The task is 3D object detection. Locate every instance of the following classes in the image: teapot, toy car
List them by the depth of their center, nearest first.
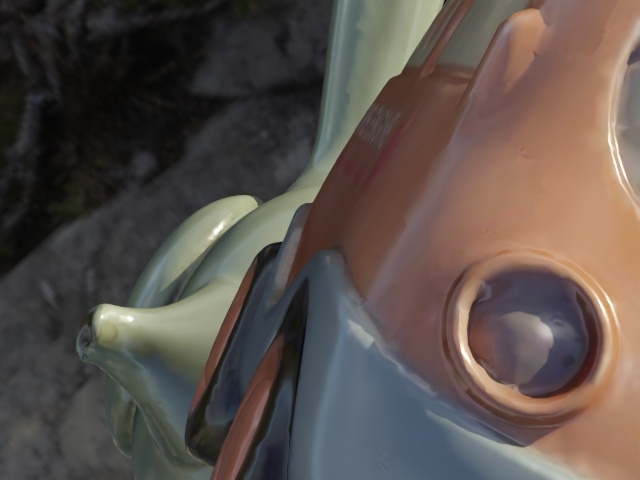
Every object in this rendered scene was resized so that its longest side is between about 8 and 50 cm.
[{"bbox_3d":[0.087,0.002,0.444,0.180,0.270,0.212,23,95,-6],"label":"toy car"},{"bbox_3d":[0.003,0.014,0.920,0.149,0.220,0.318,26,61,14],"label":"teapot"}]
